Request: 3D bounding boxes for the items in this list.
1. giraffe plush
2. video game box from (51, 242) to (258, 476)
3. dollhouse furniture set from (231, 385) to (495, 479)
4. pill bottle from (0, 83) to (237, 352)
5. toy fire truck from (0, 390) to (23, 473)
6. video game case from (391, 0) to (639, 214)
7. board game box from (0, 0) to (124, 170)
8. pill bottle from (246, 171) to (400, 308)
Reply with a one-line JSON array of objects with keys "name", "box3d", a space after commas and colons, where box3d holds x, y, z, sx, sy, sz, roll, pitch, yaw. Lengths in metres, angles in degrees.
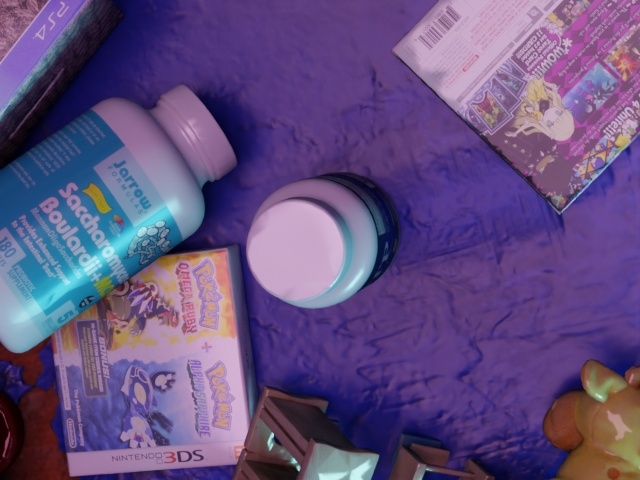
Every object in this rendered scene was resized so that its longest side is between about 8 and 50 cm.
[{"name": "giraffe plush", "box3d": [0.239, 0.194, 1.326, 0.210, 0.181, 0.171, 4, 75, 23]}, {"name": "video game box", "box3d": [-0.157, 0.114, 1.456, 0.187, 0.048, 0.205, -7, 94, 11]}, {"name": "dollhouse furniture set", "box3d": [0.031, 0.229, 1.396, 0.183, 0.129, 0.129, 14, 101, -26]}, {"name": "pill bottle", "box3d": [-0.206, -0.029, 1.379, 0.264, 0.146, 0.146, -36, 86, -10]}, {"name": "toy fire truck", "box3d": [-0.397, 0.268, 1.442, 0.253, 0.169, 0.302, -19, 90, 3]}, {"name": "video game case", "box3d": [0.215, -0.177, 1.344, 0.210, 0.042, 0.232, 44, 103, 6]}, {"name": "board game box", "box3d": [-0.368, -0.211, 1.391, 0.291, 0.141, 0.232, 37, 89, 2]}, {"name": "pill bottle", "box3d": [0.000, 0.000, 1.336, 0.112, 0.186, 0.112, 1, 96, 13]}]
